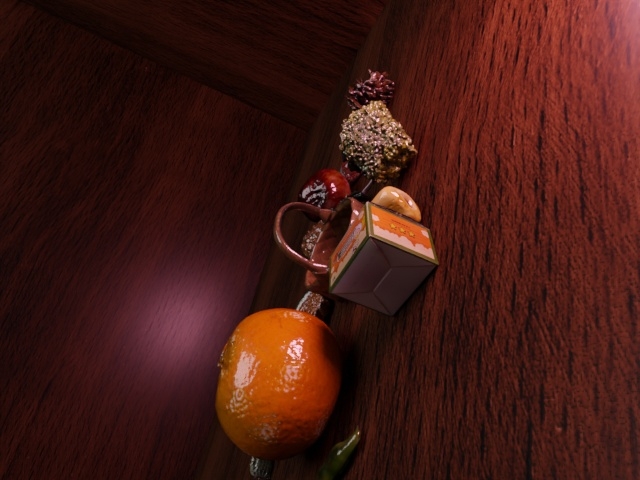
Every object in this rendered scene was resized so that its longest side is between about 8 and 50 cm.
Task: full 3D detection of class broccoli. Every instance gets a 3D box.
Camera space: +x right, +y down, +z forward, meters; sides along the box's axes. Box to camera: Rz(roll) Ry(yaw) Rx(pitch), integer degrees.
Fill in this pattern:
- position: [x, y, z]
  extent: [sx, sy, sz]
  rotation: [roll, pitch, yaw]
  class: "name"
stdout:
- position: [0.201, -0.309, 1.317]
  extent: [0.180, 0.273, 0.242]
  rotation: [-34, 77, 53]
  class: "broccoli"

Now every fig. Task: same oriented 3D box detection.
- position: [0.022, -0.184, 1.796]
  extent: [0.263, 0.224, 0.223]
  rotation: [-85, 21, -55]
  class: "fig"

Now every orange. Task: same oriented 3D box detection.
- position: [-0.128, 0.386, 1.220]
  extent: [0.424, 0.327, 0.423]
  rotation: [-157, 90, -78]
  class: "orange"

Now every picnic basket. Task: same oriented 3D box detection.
- position: [0.000, 0.000, 1.356]
  extent: [0.292, 0.338, 0.337]
  rotation: [-83, 20, -48]
  class: "picnic basket"

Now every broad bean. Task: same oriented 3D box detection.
- position: [0.020, 0.545, 1.010]
  extent: [0.297, 0.043, 0.060]
  rotation: [-65, 25, 15]
  class: "broad bean"

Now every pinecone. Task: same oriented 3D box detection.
- position: [0.209, -0.597, 1.799]
  extent: [0.205, 0.179, 0.184]
  rotation: [-41, 48, 28]
  class: "pinecone"

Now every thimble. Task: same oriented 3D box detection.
- position: [-0.200, 0.761, 1.485]
  extent: [0.110, 0.062, 0.084]
  rotation: [-103, 36, -68]
  class: "thimble"

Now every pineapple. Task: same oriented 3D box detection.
- position: [0.057, -0.055, 1.579]
  extent: [0.310, 0.141, 0.170]
  rotation: [-53, -21, 15]
  class: "pineapple"

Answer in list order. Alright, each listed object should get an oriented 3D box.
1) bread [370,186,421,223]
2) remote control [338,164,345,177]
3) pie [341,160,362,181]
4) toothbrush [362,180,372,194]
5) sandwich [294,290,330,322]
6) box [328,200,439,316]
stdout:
- position: [0.183, -0.055, 1.149]
  extent: [0.085, 0.134, 0.173]
  rotation: [-35, -14, -51]
  class: "bread"
- position: [0.105, -0.315, 1.992]
  extent: [0.313, 0.055, 0.109]
  rotation: [128, 159, -49]
  class: "remote control"
- position: [0.138, -0.319, 1.825]
  extent: [0.154, 0.038, 0.153]
  rotation: [-5, 84, 60]
  class: "pie"
- position: [0.169, -0.183, 1.624]
  extent: [0.204, 0.017, 0.022]
  rotation: [-56, 37, 42]
  class: "toothbrush"
- position: [-0.024, 0.259, 1.535]
  extent: [0.159, 0.079, 0.234]
  rotation: [-10, 52, 54]
  class: "sandwich"
- position: [0.140, 0.045, 1.027]
  extent: [0.148, 0.178, 0.194]
  rotation: [-85, 21, -53]
  class: "box"
